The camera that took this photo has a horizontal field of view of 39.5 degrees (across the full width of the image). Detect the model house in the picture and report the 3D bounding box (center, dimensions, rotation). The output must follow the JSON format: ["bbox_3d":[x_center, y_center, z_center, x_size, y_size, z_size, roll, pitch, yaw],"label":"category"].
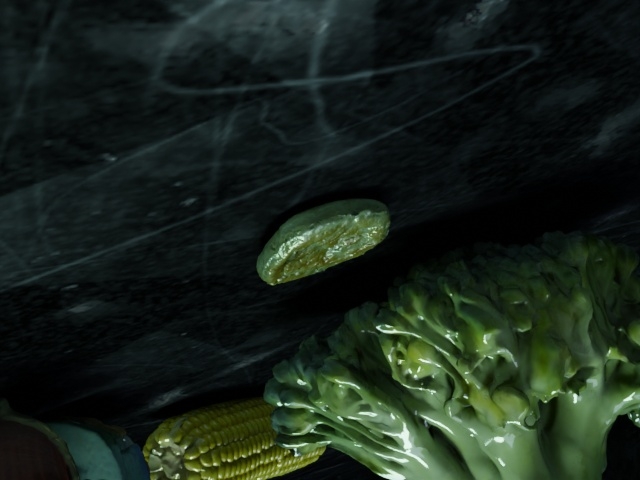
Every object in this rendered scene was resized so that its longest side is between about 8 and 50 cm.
[{"bbox_3d":[-0.214,0.209,0.774,0.148,0.119,0.149,-23,173,4],"label":"model house"}]

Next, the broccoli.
[{"bbox_3d":[0.125,0.121,0.637,0.288,0.245,0.248,-34,150,23],"label":"broccoli"}]

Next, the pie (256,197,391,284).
[{"bbox_3d":[0.001,0.000,0.506,0.084,0.021,0.084,-21,160,-8],"label":"pie"}]

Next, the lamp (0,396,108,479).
[{"bbox_3d":[-0.237,0.203,0.580,0.223,0.151,0.215,-31,171,-27],"label":"lamp"}]

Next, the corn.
[{"bbox_3d":[-0.080,0.212,0.942,0.093,0.093,0.244,-30,164,29],"label":"corn"}]
